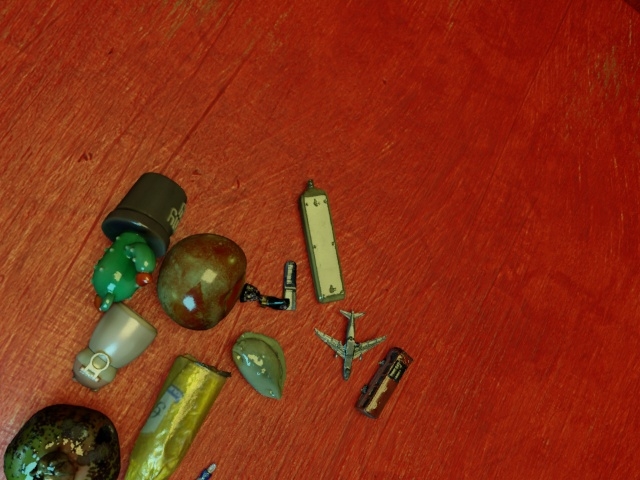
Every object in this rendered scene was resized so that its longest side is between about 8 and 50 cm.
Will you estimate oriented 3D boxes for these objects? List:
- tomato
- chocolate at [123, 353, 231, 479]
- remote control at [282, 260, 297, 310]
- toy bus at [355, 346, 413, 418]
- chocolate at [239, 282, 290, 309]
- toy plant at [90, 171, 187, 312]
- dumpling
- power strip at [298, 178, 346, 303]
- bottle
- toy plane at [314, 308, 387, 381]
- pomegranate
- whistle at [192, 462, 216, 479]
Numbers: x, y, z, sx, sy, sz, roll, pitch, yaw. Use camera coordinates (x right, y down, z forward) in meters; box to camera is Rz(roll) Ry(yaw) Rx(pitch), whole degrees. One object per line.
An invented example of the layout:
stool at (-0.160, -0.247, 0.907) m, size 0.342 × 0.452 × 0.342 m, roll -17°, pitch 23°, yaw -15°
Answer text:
tomato at (-0.334, 0.106, 1.772) m, size 0.223 × 0.270 × 0.270 m, roll 26°, pitch 75°, yaw 10°
chocolate at (-0.409, 0.531, 1.747) m, size 0.162 × 0.162 × 0.445 m, roll 28°, pitch 77°, yaw -13°
remote control at (-0.093, 0.137, 1.971) m, size 0.044 × 0.027 × 0.152 m, roll 4°, pitch 84°, yaw -22°
toy bus at (0.200, 0.439, 1.997) m, size 0.073 × 0.096 × 0.235 m, roll 39°, pitch 75°, yaw -13°
chocolate at (-0.166, 0.179, 1.920) m, size 0.147 × 0.072 × 0.070 m, roll 25°, pitch 79°, yaw -8°
toy plant at (-0.497, 0.010, 1.721) m, size 0.185 × 0.280 × 0.400 m, roll 55°, pitch 46°, yaw -43°
dumpling at (-0.159, 0.356, 1.880) m, size 0.149 × 0.105 × 0.216 m, roll -36°, pitch 95°, yaw -19°
power strip at (0.000, 0.000, 2.002) m, size 0.092 × 0.066 × 0.387 m, roll -10°, pitch 89°, yaw -18°
bottle at (-0.566, 0.294, 1.734) m, size 0.147 × 0.147 × 0.236 m, roll 40°, pitch 78°, yaw -10°
toy plane at (0.090, 0.322, 1.994) m, size 0.226 × 0.058 × 0.226 m, roll 6°, pitch 81°, yaw -2°
pomegranate at (-0.633, 0.540, 1.575) m, size 0.285 × 0.341 × 0.284 m, roll 2°, pitch 81°, yaw -15°
whistle at (-0.328, 0.666, 1.829) m, size 0.033 × 0.029 × 0.083 m, roll 42°, pitch 79°, yaw 7°
